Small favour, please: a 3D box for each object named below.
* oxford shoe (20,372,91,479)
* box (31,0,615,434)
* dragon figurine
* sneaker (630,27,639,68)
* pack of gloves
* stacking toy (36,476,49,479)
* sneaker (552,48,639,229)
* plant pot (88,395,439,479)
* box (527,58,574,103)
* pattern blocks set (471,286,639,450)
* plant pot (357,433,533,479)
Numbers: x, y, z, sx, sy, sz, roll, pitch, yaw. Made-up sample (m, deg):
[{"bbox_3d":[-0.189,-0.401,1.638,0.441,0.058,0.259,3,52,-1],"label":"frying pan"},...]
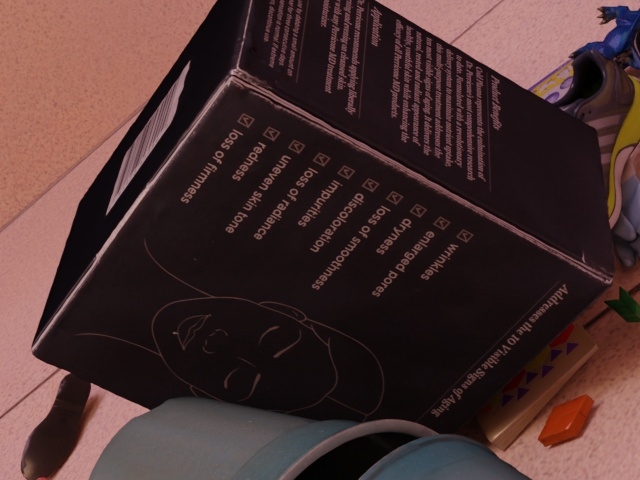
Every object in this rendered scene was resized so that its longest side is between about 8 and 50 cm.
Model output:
[{"bbox_3d":[-0.458,0.336,2.648,0.076,0.076,0.212,115,180,-57],"label":"oxford shoe"},{"bbox_3d":[0.000,0.000,1.750,0.480,0.471,0.297,-49,20,35],"label":"box"},{"bbox_3d":[0.445,-0.285,2.137,0.289,0.085,0.144,-51,24,-13],"label":"dragon figurine"},{"bbox_3d":[0.487,-0.210,1.869,0.130,0.147,0.330,-49,24,-9],"label":"sneaker"},{"bbox_3d":[0.344,-0.006,1.922,0.195,0.046,0.232,-37,35,19],"label":"pack of gloves"},{"bbox_3d":[-0.464,0.520,2.254,0.279,0.130,0.309,-33,26,26],"label":"stacking toy"},{"bbox_3d":[0.316,-0.107,1.897,0.111,0.121,0.300,-11,48,48],"label":"sneaker"},{"bbox_3d":[-0.061,0.317,1.579,0.334,0.341,0.341,12,60,49],"label":"plant pot"},{"bbox_3d":[0.344,-0.185,2.195,0.105,0.043,0.179,-36,26,21],"label":"box"},{"bbox_3d":[0.242,0.159,1.803,0.325,0.026,0.285,-41,28,15],"label":"pattern blocks set"},{"bbox_3d":[0.167,0.347,1.370,0.255,0.271,0.272,22,69,49],"label":"plant pot"}]
